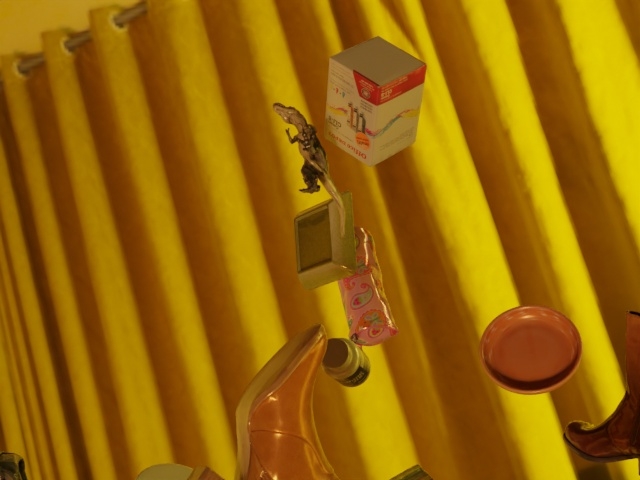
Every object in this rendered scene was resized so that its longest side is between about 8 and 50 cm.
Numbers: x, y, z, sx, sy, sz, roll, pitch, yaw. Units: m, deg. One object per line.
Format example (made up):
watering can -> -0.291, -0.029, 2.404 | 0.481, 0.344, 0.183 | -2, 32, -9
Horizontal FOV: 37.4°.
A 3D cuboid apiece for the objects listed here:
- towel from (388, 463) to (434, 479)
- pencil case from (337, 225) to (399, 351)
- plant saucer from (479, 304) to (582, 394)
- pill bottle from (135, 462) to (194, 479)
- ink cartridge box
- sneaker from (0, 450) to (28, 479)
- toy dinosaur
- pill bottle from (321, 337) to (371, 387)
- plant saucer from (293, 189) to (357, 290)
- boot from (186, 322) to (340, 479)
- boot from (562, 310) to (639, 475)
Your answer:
towel -> 0.210, 0.473, 1.557 | 0.102, 0.237, 0.021 | -11, -43, -49
pencil case -> 0.091, 0.110, 2.180 | 0.124, 0.284, 0.124 | -10, -27, -5
plant saucer -> 0.414, 0.219, 1.859 | 0.199, 0.200, 0.037 | -18, -41, 6
pill bottle -> -0.352, 0.674, 1.964 | 0.224, 0.224, 0.392 | -3, -56, -45
ink cartridge box -> 0.096, -0.249, 1.703 | 0.127, 0.128, 0.176 | -31, -38, -32
sneaker -> -0.421, 0.286, 1.118 | 0.121, 0.300, 0.111 | -47, 22, -2
toy dinosaur -> -0.012, -0.130, 1.628 | 0.064, 0.268, 0.118 | -24, -4, 10
pill bottle -> 0.038, 0.195, 1.527 | 0.067, 0.067, 0.120 | -19, -23, 10
plant saucer -> 0.000, 0.000, 2.072 | 0.045, 0.188, 0.188 | 7, -18, -36
boot -> -0.019, 0.275, 1.188 | 0.295, 0.211, 0.104 | -54, 12, -17
boot -> 0.545, 0.267, 1.695 | 0.096, 0.281, 0.264 | -3, 7, -26
